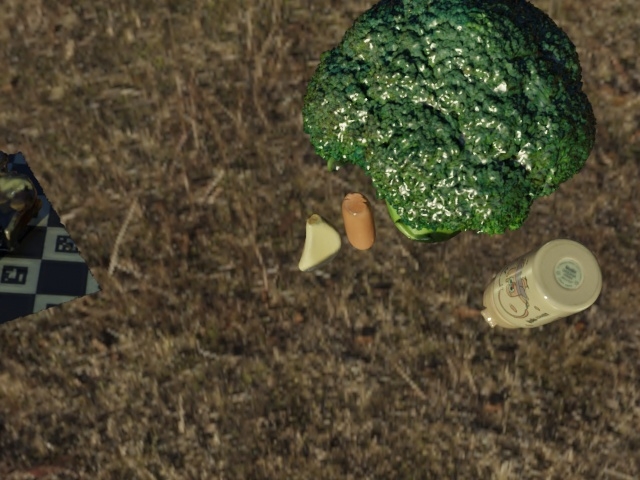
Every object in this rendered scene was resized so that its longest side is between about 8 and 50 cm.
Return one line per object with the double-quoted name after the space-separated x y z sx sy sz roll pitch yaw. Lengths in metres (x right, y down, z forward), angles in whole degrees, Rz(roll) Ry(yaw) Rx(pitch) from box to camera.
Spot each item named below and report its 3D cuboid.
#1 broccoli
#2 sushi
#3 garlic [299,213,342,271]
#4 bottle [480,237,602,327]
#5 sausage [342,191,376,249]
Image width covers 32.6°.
0.124 -0.105 1.072 0.298 0.297 0.297 5 47 -5 "broccoli"
-0.450 -0.010 1.306 0.292 0.059 0.294 -17 52 -27 "sushi"
0.000 0.000 1.371 0.053 0.083 0.041 -12 43 -20 "garlic"
0.290 0.062 1.461 0.110 0.209 0.097 -34 87 -19 "bottle"
0.042 -0.021 1.195 0.034 0.083 0.034 -4 58 7 "sausage"
